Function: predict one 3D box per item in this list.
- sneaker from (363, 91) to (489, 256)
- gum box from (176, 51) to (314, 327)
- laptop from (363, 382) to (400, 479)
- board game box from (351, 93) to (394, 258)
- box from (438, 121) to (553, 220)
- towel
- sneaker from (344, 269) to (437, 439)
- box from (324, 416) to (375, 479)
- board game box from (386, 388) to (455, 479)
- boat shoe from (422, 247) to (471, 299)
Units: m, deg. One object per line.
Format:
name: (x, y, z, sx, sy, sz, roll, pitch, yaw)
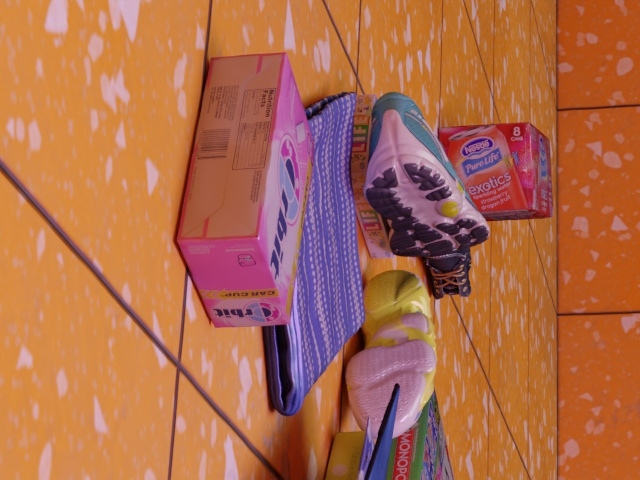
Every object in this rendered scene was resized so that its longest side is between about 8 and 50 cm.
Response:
sneaker: (0.109, -0.060, 1.839, 0.275, 0.107, 0.110, 61, 20, -63)
gum box: (-0.052, -0.043, 1.333, 0.107, 0.062, 0.188, 71, 21, -51)
laptop: (0.109, 0.383, 1.428, 0.236, 0.408, 0.381, -15, 119, -44)
board game box: (0.056, -0.066, 1.881, 0.154, 0.026, 0.103, 70, 21, -52)
box: (0.249, -0.093, 2.497, 0.257, 0.128, 0.122, 8, 80, -76)
towel: (0.000, 0.000, 1.605, 0.336, 0.040, 0.243, -43, 130, -73)
sneaker: (0.082, 0.142, 1.817, 0.240, 0.091, 0.126, -77, 161, -51)
box: (0.036, 0.267, 1.698, 0.109, 0.042, 0.178, -77, 160, -51)
board game box: (0.119, 0.334, 2.041, 0.213, 0.046, 0.317, -81, 162, -45)
boat shoe: (0.161, 0.033, 2.232, 0.183, 0.065, 0.083, 0, 86, -78)
